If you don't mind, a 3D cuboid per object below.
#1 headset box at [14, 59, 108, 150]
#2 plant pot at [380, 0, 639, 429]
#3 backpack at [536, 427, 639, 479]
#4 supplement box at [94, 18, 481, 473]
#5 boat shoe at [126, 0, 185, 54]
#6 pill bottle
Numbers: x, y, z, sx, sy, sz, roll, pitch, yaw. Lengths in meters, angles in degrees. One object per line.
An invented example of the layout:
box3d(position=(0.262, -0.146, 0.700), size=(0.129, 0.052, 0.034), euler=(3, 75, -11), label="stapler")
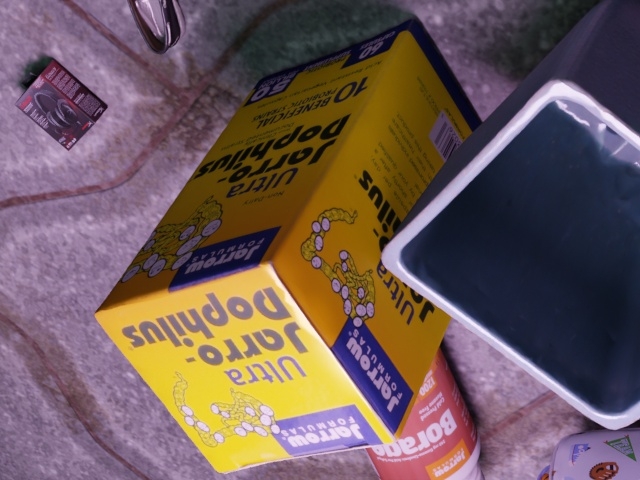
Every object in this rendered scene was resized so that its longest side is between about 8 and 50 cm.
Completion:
box3d(position=(-0.273, -0.143, 1.490), size=(0.083, 0.032, 0.062), euler=(41, 134, -13), label="headset box")
box3d(position=(0.241, -0.054, 1.153), size=(0.247, 0.252, 0.248), euler=(36, 135, -7), label="plant pot")
box3d(position=(0.347, 0.311, 1.437), size=(0.263, 0.276, 0.213), euler=(-3, 129, 13), label="backpack")
box3d(position=(0.000, 0.000, 1.248), size=(0.194, 0.356, 0.195), euler=(-17, 120, 36), label="supplement box")
box3d(position=(-0.165, -0.234, 1.350), size=(0.046, 0.038, 0.125), euler=(3, 129, 25), label="boat shoe")
box3d(position=(0.100, 0.197, 1.538), size=(0.121, 0.121, 0.216), euler=(-6, 125, 31), label="pill bottle")
